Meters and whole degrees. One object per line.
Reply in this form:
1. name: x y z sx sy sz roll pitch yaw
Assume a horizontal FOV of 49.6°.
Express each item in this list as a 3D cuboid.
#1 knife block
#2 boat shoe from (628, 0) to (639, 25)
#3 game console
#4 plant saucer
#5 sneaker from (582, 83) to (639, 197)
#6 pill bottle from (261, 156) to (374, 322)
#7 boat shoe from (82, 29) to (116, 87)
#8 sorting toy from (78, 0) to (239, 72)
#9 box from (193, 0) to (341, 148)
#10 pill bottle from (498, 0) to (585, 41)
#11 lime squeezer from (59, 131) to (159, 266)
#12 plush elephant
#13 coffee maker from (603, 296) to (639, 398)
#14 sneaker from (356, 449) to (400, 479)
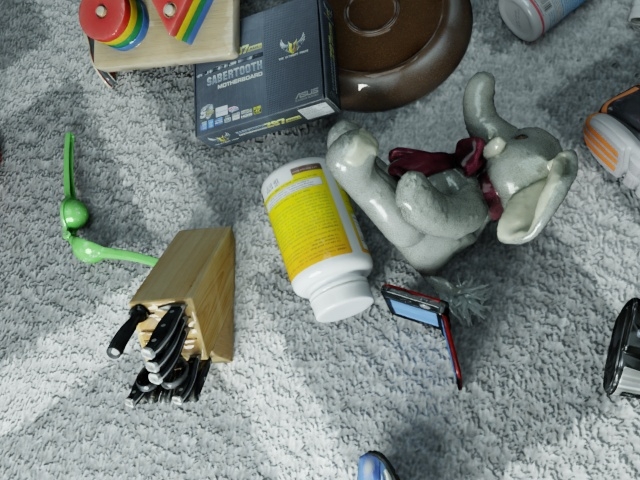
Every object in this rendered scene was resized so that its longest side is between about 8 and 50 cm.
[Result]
1. knife block: -0.191 0.082 0.913 0.088 0.242 0.276 -4 71 10
2. boat shoe: 0.555 -0.312 0.980 0.226 0.083 0.076 23 90 30
3. game console: 0.131 0.125 0.882 0.124 0.144 0.085 16 75 16
4. plant saucer: 0.084 -0.354 1.102 0.310 0.050 0.311 -4 71 11
5. sneaker: 0.509 -0.096 0.885 0.180 0.124 0.321 -35 69 0
6. pill bottle: 0.000 0.000 0.966 0.117 0.117 0.215 -21 69 4
7. boat shoe: -0.371 -0.321 1.189 0.043 0.049 0.137 -25 64 1
8. sorting toy: -0.257 -0.406 1.066 0.257 0.089 0.255 0 89 21
9. box: -0.087 -0.259 1.069 0.232 0.059 0.183 -11 71 24
10. pill bottle: 0.352 -0.377 1.030 0.160 0.087 0.087 -38 69 -2
11. lime squeezer: -0.359 -0.037 1.079 0.110 0.059 0.310 -47 67 15
12. plush elephant: 0.189 -0.082 0.881 0.255 0.272 0.330 -39 93 8
13. coffee maker: 0.451 0.134 0.841 0.178 0.120 0.171 18 53 16
14. sneaker: 0.014 0.412 0.823 0.147 0.130 0.330 14 76 13
